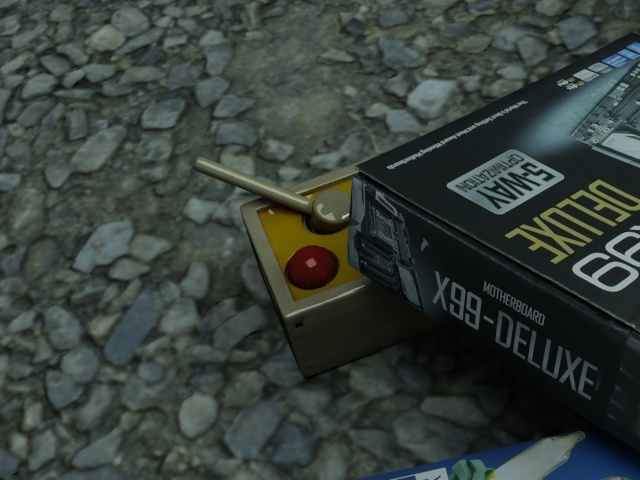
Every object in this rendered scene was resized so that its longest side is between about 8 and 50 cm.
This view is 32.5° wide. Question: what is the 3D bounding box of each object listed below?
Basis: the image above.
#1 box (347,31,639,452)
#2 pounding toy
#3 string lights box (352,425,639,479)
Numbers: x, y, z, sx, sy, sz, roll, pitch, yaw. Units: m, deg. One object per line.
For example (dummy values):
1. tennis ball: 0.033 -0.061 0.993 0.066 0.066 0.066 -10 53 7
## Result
1. box: 0.207 -0.016 0.685 0.307 0.077 0.242 -27 45 -36
2. pounding toy: 0.000 0.000 0.762 0.130 0.100 0.141 -20 49 -6
3. string lights box: 0.116 0.184 0.594 0.259 0.077 0.133 -13 47 1
